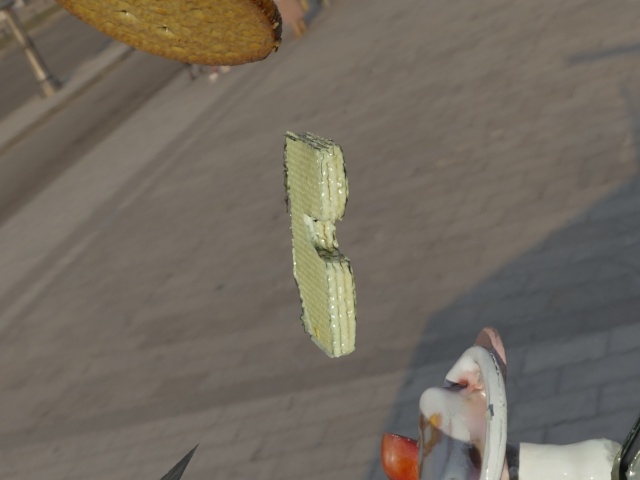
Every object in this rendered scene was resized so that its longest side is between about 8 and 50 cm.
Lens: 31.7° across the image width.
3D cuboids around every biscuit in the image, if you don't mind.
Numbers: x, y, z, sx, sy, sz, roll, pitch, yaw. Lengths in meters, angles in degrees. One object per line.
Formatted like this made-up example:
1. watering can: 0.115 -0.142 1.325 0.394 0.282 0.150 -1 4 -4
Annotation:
1. biscuit: 0.000 0.000 1.314 0.046 0.250 0.147 -7 13 -16
2. biscuit: -0.184 -0.281 1.275 0.305 0.305 0.038 -3 66 51

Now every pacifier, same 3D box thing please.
1. pacifier: 0.219 0.267 1.357 0.220 0.273 0.332 -31 43 42

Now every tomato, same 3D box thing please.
1. tomato: 0.197 0.366 1.780 0.225 0.225 0.085 -1 74 52

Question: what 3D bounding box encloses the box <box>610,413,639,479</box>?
1. box: 0.362 0.134 0.963 0.274 0.138 0.178 -61 -18 -2

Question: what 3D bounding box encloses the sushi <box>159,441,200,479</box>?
1. sushi: -0.294 0.510 1.641 0.359 0.064 0.343 -62 -10 19
